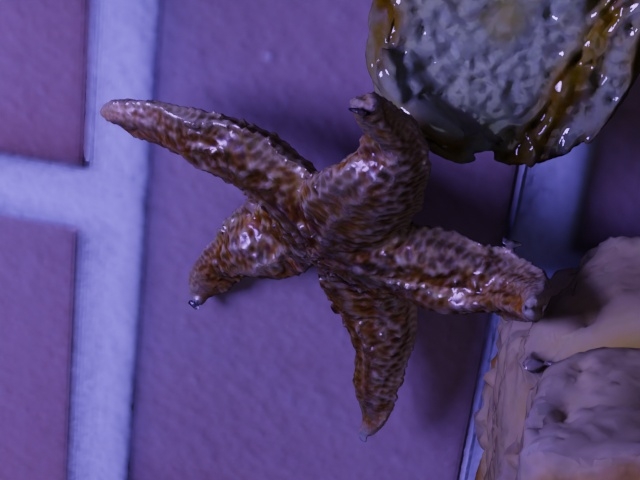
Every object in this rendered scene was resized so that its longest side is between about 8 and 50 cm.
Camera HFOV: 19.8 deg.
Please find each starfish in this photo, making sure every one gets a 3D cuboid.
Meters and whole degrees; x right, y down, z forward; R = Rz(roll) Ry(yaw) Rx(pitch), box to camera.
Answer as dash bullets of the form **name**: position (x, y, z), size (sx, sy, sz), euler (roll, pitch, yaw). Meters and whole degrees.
- **starfish**: position (0.000, 0.000, 0.876), size (0.236, 0.062, 0.277), euler (21, 153, 16)

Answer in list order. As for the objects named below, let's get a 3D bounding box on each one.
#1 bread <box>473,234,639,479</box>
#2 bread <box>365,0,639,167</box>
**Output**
- **bread**: position (0.252, 0.207, 0.865), size (0.390, 0.279, 0.371), euler (7, 120, 7)
- **bread**: position (0.100, -0.142, 0.796), size (0.128, 0.088, 0.232), euler (15, 119, -11)
